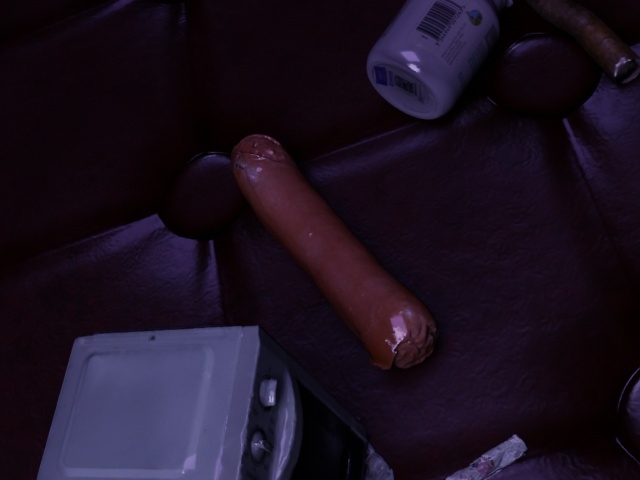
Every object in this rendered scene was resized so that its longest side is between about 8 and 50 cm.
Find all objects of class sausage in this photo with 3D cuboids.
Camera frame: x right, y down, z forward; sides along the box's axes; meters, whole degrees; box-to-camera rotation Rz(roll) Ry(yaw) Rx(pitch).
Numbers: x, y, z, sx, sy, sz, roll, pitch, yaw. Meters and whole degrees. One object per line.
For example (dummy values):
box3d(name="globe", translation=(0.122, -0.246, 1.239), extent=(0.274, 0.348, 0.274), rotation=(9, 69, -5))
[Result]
box3d(name="sausage", translation=(0.000, 0.000, 1.129), extent=(0.094, 0.094, 0.419), rotation=(-50, 55, 15))

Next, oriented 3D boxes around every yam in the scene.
box3d(name="yam", translation=(0.324, -0.326, 1.230), extent=(0.045, 0.045, 0.327), rotation=(-14, 50, -24))

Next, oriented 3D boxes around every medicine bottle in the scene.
box3d(name="medicine bottle", translation=(0.169, -0.283, 1.207), extent=(0.135, 0.135, 0.215), rotation=(25, 72, 32))

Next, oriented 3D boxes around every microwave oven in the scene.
box3d(name="microwave oven", translation=(-0.101, 0.212, 0.909), extent=(0.237, 0.295, 0.181), rotation=(-4, 60, 23))

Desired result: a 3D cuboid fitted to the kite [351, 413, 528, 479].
box3d(name="kite", translation=(0.087, 0.302, 0.962), extent=(0.314, 0.011, 0.335), rotation=(-37, 55, -3))
